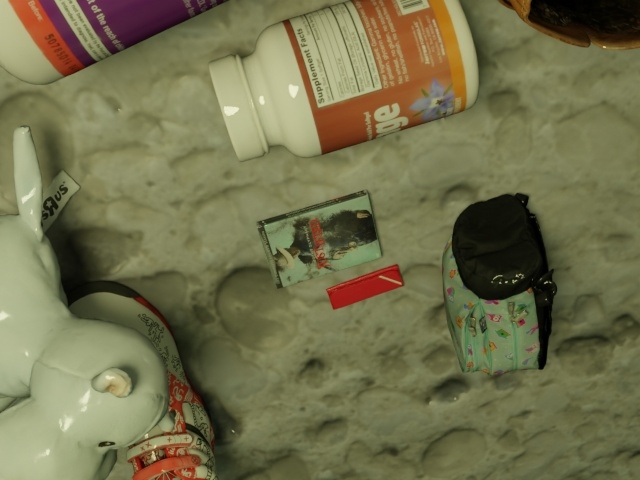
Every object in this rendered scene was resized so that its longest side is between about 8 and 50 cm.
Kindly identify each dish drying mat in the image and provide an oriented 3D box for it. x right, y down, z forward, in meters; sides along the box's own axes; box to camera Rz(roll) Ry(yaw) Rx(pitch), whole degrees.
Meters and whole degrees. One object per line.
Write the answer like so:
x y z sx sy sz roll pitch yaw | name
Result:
0.049 0.052 1.012 0.083 0.008 0.032 -20 128 0 | dish drying mat

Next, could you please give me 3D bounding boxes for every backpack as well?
0.190 0.060 0.982 0.115 0.152 0.182 -5 130 9 | backpack

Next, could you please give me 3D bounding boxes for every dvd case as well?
0.000 0.000 0.960 0.119 0.013 0.087 -15 127 -2 | dvd case

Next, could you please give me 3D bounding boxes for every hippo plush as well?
-0.237 0.113 0.810 0.294 0.236 0.234 -52 165 -12 | hippo plush

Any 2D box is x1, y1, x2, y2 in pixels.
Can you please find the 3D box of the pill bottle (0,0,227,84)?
-0.107 -0.251 0.643 0.323 0.181 0.181 -25 127 -2 | pill bottle

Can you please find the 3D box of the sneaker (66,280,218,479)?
-0.180 0.174 0.957 0.090 0.145 0.270 -22 126 2 | sneaker

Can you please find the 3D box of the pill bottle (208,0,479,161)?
0.019 -0.142 0.797 0.216 0.121 0.121 -17 127 -1 | pill bottle

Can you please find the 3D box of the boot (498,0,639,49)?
0.244 -0.230 0.727 0.283 0.220 0.109 0 124 -14 | boot
